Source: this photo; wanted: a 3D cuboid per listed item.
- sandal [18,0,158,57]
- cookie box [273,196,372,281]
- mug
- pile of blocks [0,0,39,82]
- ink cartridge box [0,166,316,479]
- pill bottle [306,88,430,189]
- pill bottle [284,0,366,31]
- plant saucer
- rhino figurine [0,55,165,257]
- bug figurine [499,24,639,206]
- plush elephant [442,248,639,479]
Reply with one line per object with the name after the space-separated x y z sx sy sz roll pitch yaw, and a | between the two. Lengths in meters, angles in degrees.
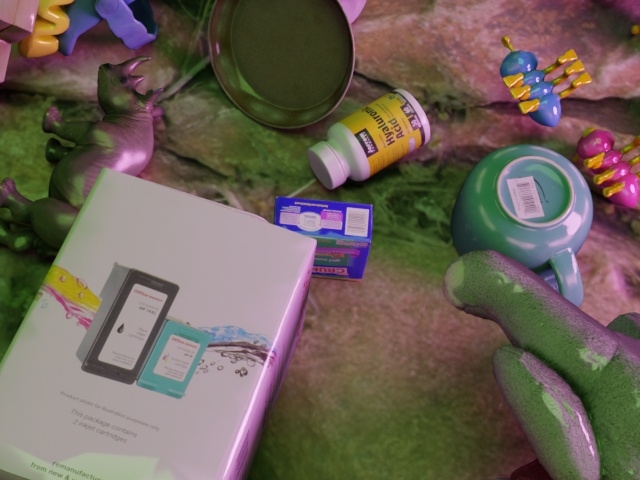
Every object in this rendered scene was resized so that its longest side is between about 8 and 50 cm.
-0.197 -0.304 1.127 0.138 0.317 0.126 12 45 -22 | sandal
0.000 0.000 1.088 0.092 0.107 0.040 5 69 -1 | cookie box
0.209 -0.021 1.115 0.158 0.097 0.129 31 69 9 | mug
-0.456 -0.202 1.094 0.362 0.149 0.112 3 73 10 | pile of blocks
-0.141 0.120 0.968 0.197 0.198 0.270 19 61 5 | ink cartridge box
0.047 -0.099 1.155 0.116 0.065 0.065 -32 73 -14 | pill bottle
-0.035 -0.295 1.214 0.094 0.094 0.169 -33 74 -16 | pill bottle
-0.036 -0.198 1.159 0.168 0.168 0.029 38 33 12 | plant saucer
-0.223 -0.085 1.128 0.106 0.073 0.243 22 67 9 | rhino figurine
0.321 -0.149 1.189 0.279 0.072 0.216 -21 77 -17 | bug figurine
0.226 0.210 0.961 0.255 0.272 0.330 -59 41 14 | plush elephant
